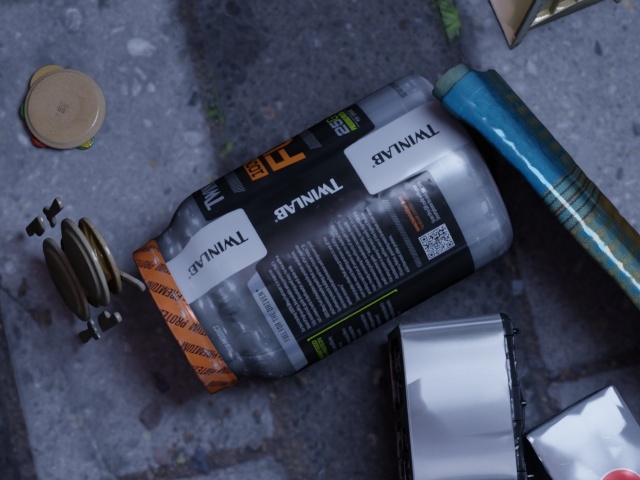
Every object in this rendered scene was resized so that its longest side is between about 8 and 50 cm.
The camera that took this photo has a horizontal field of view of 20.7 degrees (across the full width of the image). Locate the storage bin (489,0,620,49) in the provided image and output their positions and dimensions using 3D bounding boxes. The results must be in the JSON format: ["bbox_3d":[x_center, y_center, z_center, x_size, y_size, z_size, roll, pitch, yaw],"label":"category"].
[{"bbox_3d":[0.198,-0.350,1.625,0.123,0.260,0.262,-21,82,-6],"label":"storage bin"}]

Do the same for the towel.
[{"bbox_3d":[0.248,-0.009,1.574,0.040,0.271,0.370,-42,84,12],"label":"towel"}]

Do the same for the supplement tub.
[{"bbox_3d":[0.000,0.000,1.612,0.316,0.193,0.193,-30,82,-4],"label":"supplement tub"}]

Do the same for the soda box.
[{"bbox_3d":[0.298,0.279,1.616,0.098,0.091,0.286,-31,82,-4],"label":"soda box"}]

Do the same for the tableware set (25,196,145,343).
[{"bbox_3d":[-0.214,0.024,1.617,0.039,0.194,0.128,-27,90,-20],"label":"tableware set"}]

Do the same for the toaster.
[{"bbox_3d":[0.125,0.157,1.592,0.110,0.185,0.168,-5,83,-4],"label":"toaster"}]

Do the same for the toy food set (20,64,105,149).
[{"bbox_3d":[-0.252,-0.128,1.722,0.083,0.020,0.082,16,83,3],"label":"toy food set"}]
